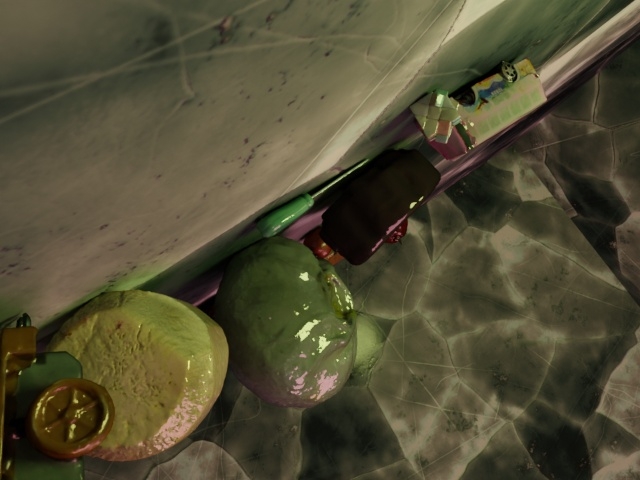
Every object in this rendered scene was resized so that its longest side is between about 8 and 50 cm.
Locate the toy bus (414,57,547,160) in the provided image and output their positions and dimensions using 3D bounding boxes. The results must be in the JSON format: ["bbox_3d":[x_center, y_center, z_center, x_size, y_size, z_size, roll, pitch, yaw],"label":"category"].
[{"bbox_3d":[0.312,-0.252,0.940,0.274,0.112,0.090,-32,180,-26],"label":"toy bus"}]

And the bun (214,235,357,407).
[{"bbox_3d":[-0.050,0.151,0.999,0.211,0.362,0.362,-35,174,21],"label":"bun"}]

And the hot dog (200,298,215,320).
[{"bbox_3d":[-0.257,0.202,1.330,0.160,0.099,0.227,-38,172,20],"label":"hot dog"}]

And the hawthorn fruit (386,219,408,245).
[{"bbox_3d":[0.187,-0.058,1.399,0.148,0.172,0.148,-18,152,-10],"label":"hawthorn fruit"}]

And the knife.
[{"bbox_3d":[-0.009,-0.080,0.899,0.260,0.034,0.063,-35,178,-29],"label":"knife"}]

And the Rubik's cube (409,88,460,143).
[{"bbox_3d":[0.197,-0.205,0.815,0.073,0.084,0.075,-33,-170,16],"label":"Rubik's cube"}]

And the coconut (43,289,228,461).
[{"bbox_3d":[-0.260,0.193,0.731,0.239,0.239,0.244,-34,173,-9],"label":"coconut"}]

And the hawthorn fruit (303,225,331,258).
[{"bbox_3d":[0.000,0.000,1.326,0.093,0.081,0.081,-64,-177,-19],"label":"hawthorn fruit"}]

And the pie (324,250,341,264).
[{"bbox_3d":[0.046,0.030,1.686,0.339,0.083,0.339,-35,176,-3],"label":"pie"}]

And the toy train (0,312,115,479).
[{"bbox_3d":[-0.321,0.242,0.454,0.232,0.369,0.163,3,149,-32],"label":"toy train"}]

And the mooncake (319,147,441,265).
[{"bbox_3d":[0.124,-0.080,1.064,0.283,0.141,0.283,-44,177,-3],"label":"mooncake"}]
